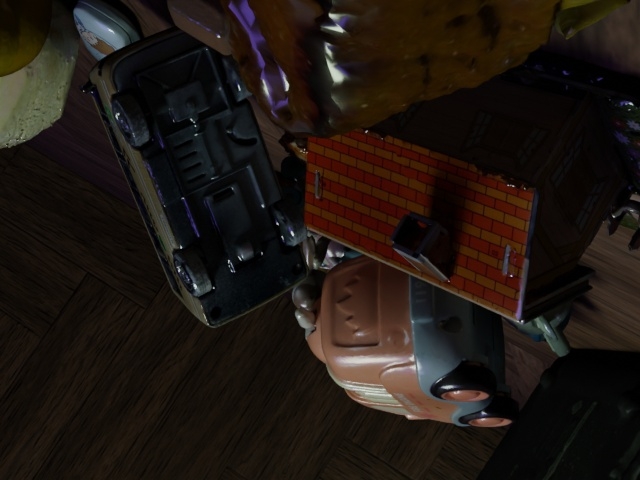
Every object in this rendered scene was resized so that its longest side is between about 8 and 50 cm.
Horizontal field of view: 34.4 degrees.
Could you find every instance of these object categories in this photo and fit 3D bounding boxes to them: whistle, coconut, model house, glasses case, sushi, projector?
[{"bbox_3d":[0.234,0.070,1.102,0.114,0.077,0.236,59,-173,21],"label":"whistle"},{"bbox_3d":[-0.400,-0.232,1.227,0.241,0.241,0.241,32,171,5],"label":"coconut"},{"bbox_3d":[0.108,-0.028,0.731,0.294,0.154,0.207,25,167,38],"label":"model house"},{"bbox_3d":[-0.242,-0.233,1.195,0.067,0.045,0.178,32,171,1],"label":"glasses case"},{"bbox_3d":[0.041,-0.142,0.395,0.167,0.179,0.296,54,165,27],"label":"sushi"},{"bbox_3d":[0.326,0.351,1.218,0.242,0.395,0.405,36,175,-3],"label":"projector"}]

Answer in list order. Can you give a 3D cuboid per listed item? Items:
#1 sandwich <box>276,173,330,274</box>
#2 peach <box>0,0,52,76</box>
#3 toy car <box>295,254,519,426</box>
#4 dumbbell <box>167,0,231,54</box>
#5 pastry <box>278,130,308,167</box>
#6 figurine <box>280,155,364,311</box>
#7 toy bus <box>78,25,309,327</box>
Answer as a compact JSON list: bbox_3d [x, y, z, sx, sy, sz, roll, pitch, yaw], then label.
[{"bbox_3d":[-0.008,0.011,1.537,0.271,0.099,0.301,24,169,45],"label":"sandwich"},{"bbox_3d":[-0.374,-0.253,0.979,0.251,0.153,0.251,24,-143,-19],"label":"peach"},{"bbox_3d":[0.100,0.105,1.144,0.212,0.180,0.270,-7,156,20],"label":"toy car"},{"bbox_3d":[-0.068,-0.197,0.656,0.082,0.092,0.231,4,169,2],"label":"dumbbell"},{"bbox_3d":[0.038,-0.072,1.058,0.169,0.063,0.087,38,172,-9],"label":"pastry"},{"bbox_3d":[0.012,-0.008,1.192,0.103,0.205,0.260,-10,160,12],"label":"figurine"},{"bbox_3d":[-0.127,-0.072,1.046,0.157,0.139,0.289,23,138,59],"label":"toy bus"}]
